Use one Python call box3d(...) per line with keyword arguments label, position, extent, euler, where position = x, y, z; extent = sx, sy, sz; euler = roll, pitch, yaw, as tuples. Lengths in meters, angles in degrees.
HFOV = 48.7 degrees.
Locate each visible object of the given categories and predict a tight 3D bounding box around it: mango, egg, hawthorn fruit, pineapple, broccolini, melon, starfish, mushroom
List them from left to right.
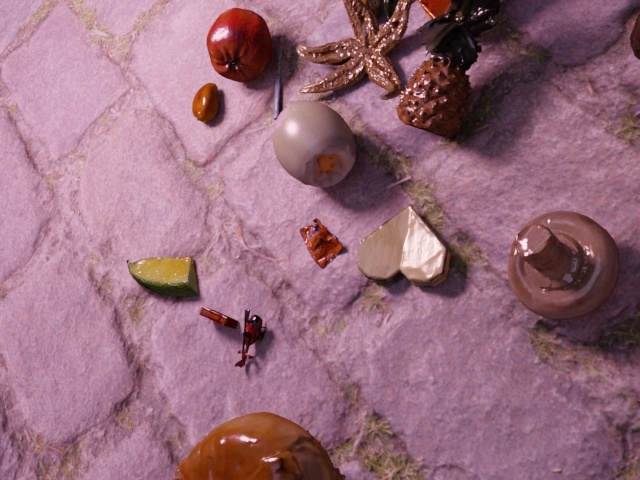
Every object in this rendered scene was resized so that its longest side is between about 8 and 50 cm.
box3d(label="melon", position=(-0.418, 0.079, 1.838), extent=(0.262, 0.053, 0.114), euler=(9, 71, 30))
box3d(label="mango", position=(-0.310, -0.377, 1.923), extent=(0.080, 0.060, 0.114), euler=(3, 77, 45))
box3d(label="hawthorn fruit", position=(-0.210, -0.525, 1.859), extent=(0.179, 0.179, 0.200), euler=(-15, 51, 23))
box3d(label="egg", position=(-0.021, -0.235, 1.654), extent=(0.183, 0.183, 0.217), euler=(-37, 53, 13))
box3d(label="starfish", position=(0.106, -0.459, 1.705), extent=(0.375, 0.094, 0.327), euler=(-46, 66, 18))
box3d(label="broccolini", position=(0.176, -0.585, 1.733), extent=(0.074, 0.058, 0.201), euler=(-7, 72, 11))
box3d(label="pineapple", position=(0.279, -0.409, 1.515), extent=(0.165, 0.165, 0.364), euler=(26, 107, 32))
box3d(label="mushroom", position=(0.450, 0.032, 1.313), extent=(0.206, 0.209, 0.206), euler=(-6, 50, 7))

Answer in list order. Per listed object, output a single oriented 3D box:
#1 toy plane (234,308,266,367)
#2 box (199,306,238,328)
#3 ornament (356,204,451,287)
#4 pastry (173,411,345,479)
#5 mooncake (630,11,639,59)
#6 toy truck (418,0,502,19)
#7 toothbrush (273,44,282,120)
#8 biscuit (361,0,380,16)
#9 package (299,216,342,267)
box3d(label="toy plane", position=(-0.166, 0.229, 1.649), extent=(0.037, 0.060, 0.145), euler=(20, 99, 31))
box3d(label="box", position=(-0.245, 0.186, 1.707), extent=(0.082, 0.051, 0.023), euler=(19, 85, 31))
box3d(label="ornament", position=(0.186, 0.008, 1.538), extent=(0.201, 0.059, 0.180), euler=(4, 75, 26))
box3d(label="pastry", position=(-0.118, 0.549, 1.407), extent=(0.409, 0.245, 0.409), euler=(-9, 72, 28))
box3d(label="mooncake", position=(0.683, -0.422, 1.314), extent=(0.124, 0.228, 0.228), euler=(37, 93, 27))
box3d(label="toy truck", position=(0.361, -0.581, 1.588), extent=(0.270, 0.135, 0.114), euler=(-39, 60, 12))
box3d(label="toothbrush", position=(-0.111, -0.416, 1.853), extent=(0.016, 0.019, 0.219), euler=(-5, 71, 21))
box3d(label="biscuit", position=(0.115, -0.657, 1.735), extent=(0.039, 0.183, 0.174), euler=(-8, 61, -12))
box3d(label="package", position=(-0.001, 0.000, 1.650), extent=(0.077, 0.033, 0.110), euler=(-35, 65, 3))
